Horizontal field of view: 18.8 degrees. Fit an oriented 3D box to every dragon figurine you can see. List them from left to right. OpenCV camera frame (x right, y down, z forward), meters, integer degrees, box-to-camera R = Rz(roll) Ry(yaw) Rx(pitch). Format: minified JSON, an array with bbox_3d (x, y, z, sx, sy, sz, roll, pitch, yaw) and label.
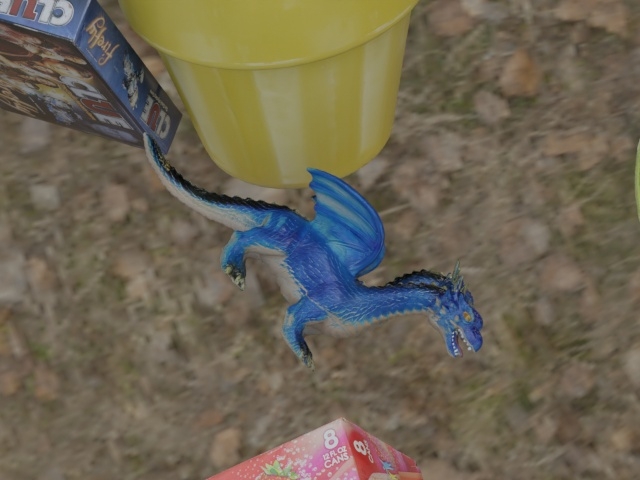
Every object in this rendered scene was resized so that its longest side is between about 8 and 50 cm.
[{"bbox_3d":[0.000,0.000,1.476,0.144,0.085,0.289,-41,80,-3],"label":"dragon figurine"}]

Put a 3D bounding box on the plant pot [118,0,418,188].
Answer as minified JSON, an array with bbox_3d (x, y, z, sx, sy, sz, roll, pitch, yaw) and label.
[{"bbox_3d":[-0.031,-0.182,1.548,0.254,0.254,0.239,20,140,27],"label":"plant pot"}]

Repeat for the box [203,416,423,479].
[{"bbox_3d":[-0.063,0.267,1.411,0.300,0.142,0.154,-25,59,17],"label":"box"}]

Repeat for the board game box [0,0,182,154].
[{"bbox_3d":[-0.223,-0.149,1.555,0.165,0.243,0.042,16,76,18],"label":"board game box"}]

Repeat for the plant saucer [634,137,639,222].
[{"bbox_3d":[0.345,-0.040,1.410,0.241,0.037,0.241,5,99,36],"label":"plant saucer"}]
